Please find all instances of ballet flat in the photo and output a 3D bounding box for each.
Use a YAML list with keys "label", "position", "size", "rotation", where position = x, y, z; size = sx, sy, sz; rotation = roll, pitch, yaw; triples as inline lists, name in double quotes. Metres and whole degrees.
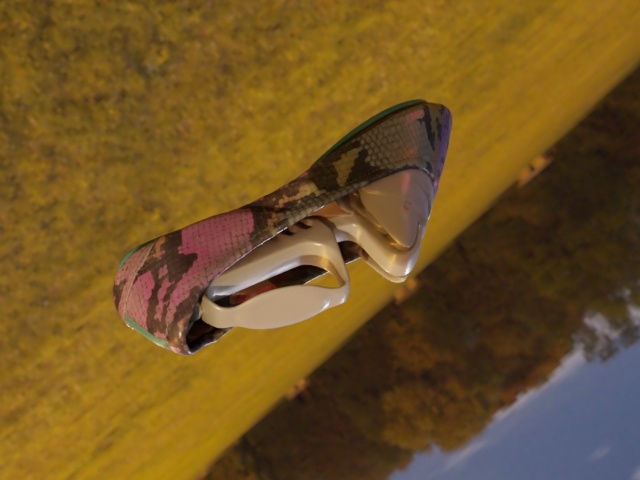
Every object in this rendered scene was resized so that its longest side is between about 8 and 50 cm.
- label: "ballet flat"
  position: [0.000, 0.000, 0.678]
  size: [0.221, 0.079, 0.077]
  rotation: [-28, 142, -26]
